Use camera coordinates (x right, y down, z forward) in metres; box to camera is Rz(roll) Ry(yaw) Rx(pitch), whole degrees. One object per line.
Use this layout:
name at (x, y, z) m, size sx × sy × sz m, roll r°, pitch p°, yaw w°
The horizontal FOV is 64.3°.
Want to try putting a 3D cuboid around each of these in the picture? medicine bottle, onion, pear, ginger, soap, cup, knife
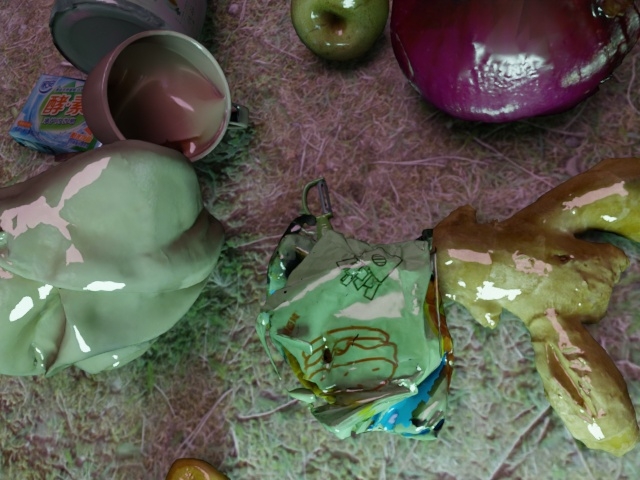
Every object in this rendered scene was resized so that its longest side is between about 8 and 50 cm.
medicine bottle at (-0.331, -0.458, 0.937) m, size 0.245 × 0.245 × 0.290 m, roll 0°, pitch 70°, yaw 17°
onion at (0.232, -0.341, 0.645) m, size 0.348 × 0.385 × 0.348 m, roll -10°, pitch 70°, yaw 30°
pear at (0.033, -0.384, 0.841) m, size 0.167 × 0.167 × 0.136 m, roll 7°, pitch 45°, yaw 19°
ginger at (0.276, 0.015, 0.634) m, size 0.348 × 0.122 × 0.363 m, roll 28°, pitch 89°, yaw 16°
soap at (-0.460, -0.228, 0.976) m, size 0.293 × 0.077 × 0.156 m, roll 14°, pitch 75°, yaw 21°
cup at (-0.249, -0.219, 0.836) m, size 0.200 × 0.253 × 0.191 m, roll 13°, pitch 101°, yaw 53°
knife at (0.000, 0.000, 0.781) m, size 0.054 × 0.015 × 0.212 m, roll -16°, pitch 65°, yaw 11°

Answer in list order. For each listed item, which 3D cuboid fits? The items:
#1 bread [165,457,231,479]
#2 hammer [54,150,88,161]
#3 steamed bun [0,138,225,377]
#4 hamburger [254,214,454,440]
bread at (-0.181, 0.402, 0.645) m, size 0.092 × 0.074 × 0.239 m, roll 11°, pitch 72°, yaw 23°
hammer at (-0.409, -0.064, 0.844) m, size 0.290 × 0.137 × 0.037 m, roll -28°, pitch 60°, yaw 34°
steamed bun at (-0.310, 0.049, 0.696) m, size 0.367 × 0.342 × 0.255 m, roll -20°, pitch 87°, yaw -4°
hamburger at (0.020, 0.108, 0.613) m, size 0.276 × 0.150 × 0.260 m, roll 8°, pitch 99°, yaw 27°
